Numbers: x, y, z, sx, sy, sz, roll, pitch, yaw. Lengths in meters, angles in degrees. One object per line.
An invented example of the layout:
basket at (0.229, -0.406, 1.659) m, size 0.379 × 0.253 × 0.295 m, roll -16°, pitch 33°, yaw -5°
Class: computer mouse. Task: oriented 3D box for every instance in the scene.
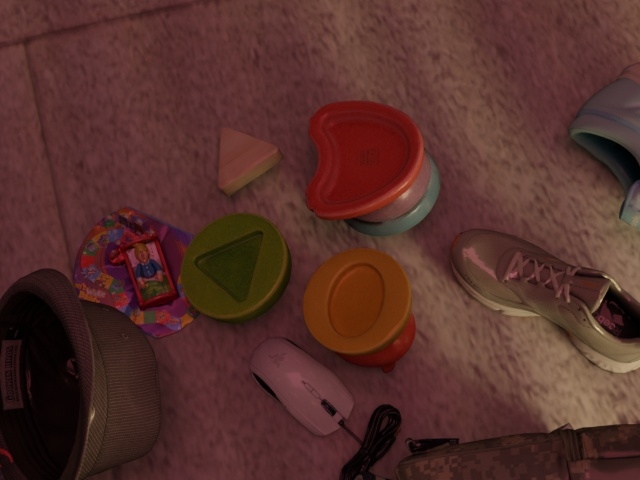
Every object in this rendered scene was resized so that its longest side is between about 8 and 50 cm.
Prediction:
computer mouse at (-0.003, 0.183, 1.158) m, size 0.193 × 0.042 × 0.106 m, roll 40°, pitch 76°, yaw 9°

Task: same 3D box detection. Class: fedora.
fedora at (-0.251, 0.157, 1.075) m, size 0.275 × 0.124 × 0.243 m, roll 40°, pitch 117°, yaw 45°

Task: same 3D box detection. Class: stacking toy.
stacking toy at (0.000, 0.000, 1.208) m, size 0.280 × 0.130 × 0.308 m, roll 2°, pitch 66°, yaw 21°

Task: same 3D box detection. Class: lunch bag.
lunch bag at (0.210, 0.325, 0.955) m, size 0.256 × 0.212 × 0.305 m, roll -6°, pitch 72°, yaw 2°

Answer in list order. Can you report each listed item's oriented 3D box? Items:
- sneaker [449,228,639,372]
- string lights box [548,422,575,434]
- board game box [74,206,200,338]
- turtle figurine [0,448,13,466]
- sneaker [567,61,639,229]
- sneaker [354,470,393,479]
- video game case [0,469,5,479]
sneaker at (0.275, 0.052, 1.171) m, size 0.262 × 0.121 × 0.099 m, roll 28°, pitch 73°, yaw 6°
string lights box at (0.297, 0.343, 1.102) m, size 0.133 × 0.077 × 0.259 m, roll -37°, pitch 77°, yaw -12°
board game box at (-0.208, 0.033, 1.202) m, size 0.169 × 0.033 × 0.133 m, roll 24°, pitch 73°, yaw 5°
turtle figurine at (-0.405, 0.184, 1.054) m, size 0.175 × 0.118 × 0.234 m, roll -22°, pitch 31°, yaw -13°
sneaker at (0.436, -0.036, 1.213) m, size 0.150 × 0.135 × 0.366 m, roll -35°, pitch 68°, yaw -5°
sneaker at (0.049, 0.379, 1.058) m, size 0.153 × 0.099 × 0.282 m, roll 24°, pitch 65°, yaw -8°
video game case at (-0.344, 0.237, 1.142) m, size 0.122 × 0.011 × 0.087 m, roll 41°, pitch 75°, yaw 10°
